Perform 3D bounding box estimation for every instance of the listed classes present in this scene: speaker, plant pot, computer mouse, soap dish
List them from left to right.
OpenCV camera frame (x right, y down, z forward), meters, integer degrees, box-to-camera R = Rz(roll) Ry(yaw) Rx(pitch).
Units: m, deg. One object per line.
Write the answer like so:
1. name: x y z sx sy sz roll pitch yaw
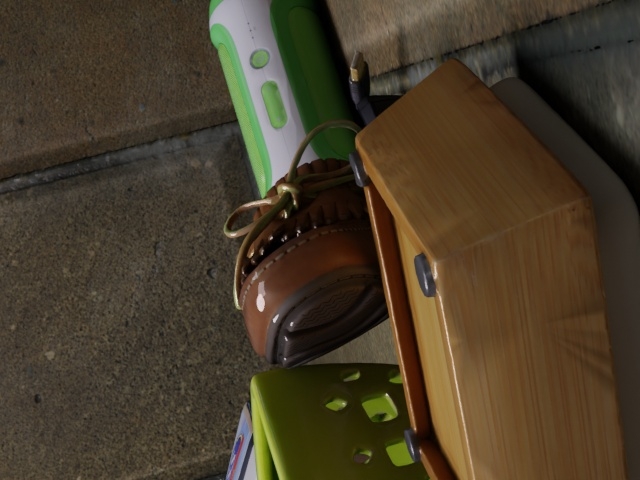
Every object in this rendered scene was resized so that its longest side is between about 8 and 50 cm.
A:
1. speaker: -0.030 -0.140 1.647 0.131 0.131 0.296 90 164 -66
2. computer mouse: 0.069 -0.086 1.236 0.262 0.060 0.184 59 -171 -69
3. plant pot: 0.075 0.224 1.167 0.227 0.207 0.228 90 165 -51
4. soap dish: 0.111 0.063 0.924 0.229 0.118 0.290 -117 13 -62

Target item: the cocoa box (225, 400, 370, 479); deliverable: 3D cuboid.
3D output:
1. cocoa box: 0.005 0.356 1.465 0.228 0.232 0.347 -140 63 -81

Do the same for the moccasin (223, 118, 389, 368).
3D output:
1. moccasin: 0.003 -0.002 1.160 0.147 0.139 0.380 60 -166 -1
